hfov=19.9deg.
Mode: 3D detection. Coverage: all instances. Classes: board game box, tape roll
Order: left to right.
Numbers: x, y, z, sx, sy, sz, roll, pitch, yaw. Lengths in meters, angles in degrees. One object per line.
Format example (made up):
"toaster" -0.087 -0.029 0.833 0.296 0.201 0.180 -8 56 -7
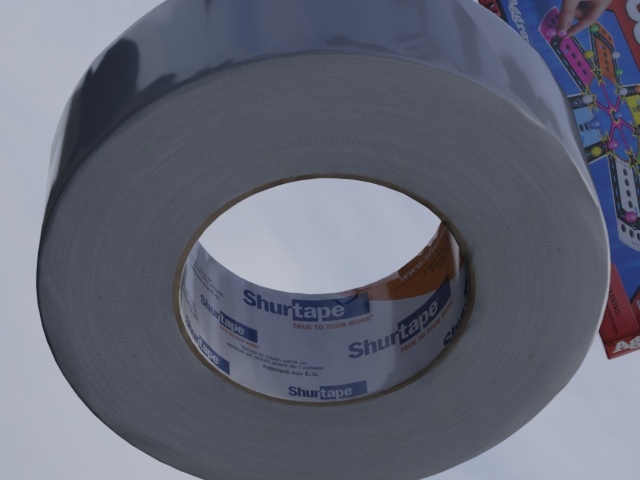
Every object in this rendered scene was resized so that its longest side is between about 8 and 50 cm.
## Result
"tape roll" 0.000 0.000 0.722 0.072 0.219 0.219 -95 168 -52
"board game box" 0.200 -0.072 1.115 0.027 0.145 0.281 65 8 -56
